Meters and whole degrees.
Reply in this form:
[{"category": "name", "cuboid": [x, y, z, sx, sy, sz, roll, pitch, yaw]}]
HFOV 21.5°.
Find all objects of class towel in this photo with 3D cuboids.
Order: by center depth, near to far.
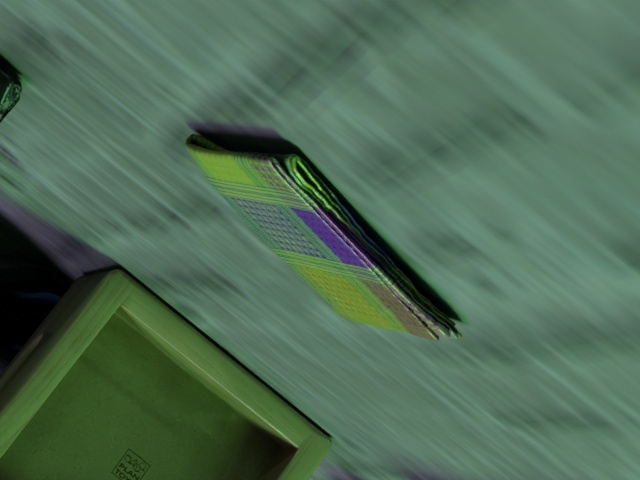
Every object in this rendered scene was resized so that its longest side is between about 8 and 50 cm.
[{"category": "towel", "cuboid": [0.000, 0.000, 0.484, 0.083, 0.009, 0.060, 46, 163, -27]}]

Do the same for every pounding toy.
[{"category": "pounding toy", "cuboid": [-0.137, 0.098, 0.742, 0.206, 0.181, 0.094, 40, 165, -12]}]

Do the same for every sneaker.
[{"category": "sneaker", "cuboid": [-0.164, 0.054, 0.874, 0.121, 0.079, 0.217, 5, 169, 21]}]

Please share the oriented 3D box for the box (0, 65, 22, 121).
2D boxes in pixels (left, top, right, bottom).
[{"category": "box", "cuboid": [-0.275, -0.112, 0.636, 0.293, 0.073, 0.295, 41, 164, -16]}]
